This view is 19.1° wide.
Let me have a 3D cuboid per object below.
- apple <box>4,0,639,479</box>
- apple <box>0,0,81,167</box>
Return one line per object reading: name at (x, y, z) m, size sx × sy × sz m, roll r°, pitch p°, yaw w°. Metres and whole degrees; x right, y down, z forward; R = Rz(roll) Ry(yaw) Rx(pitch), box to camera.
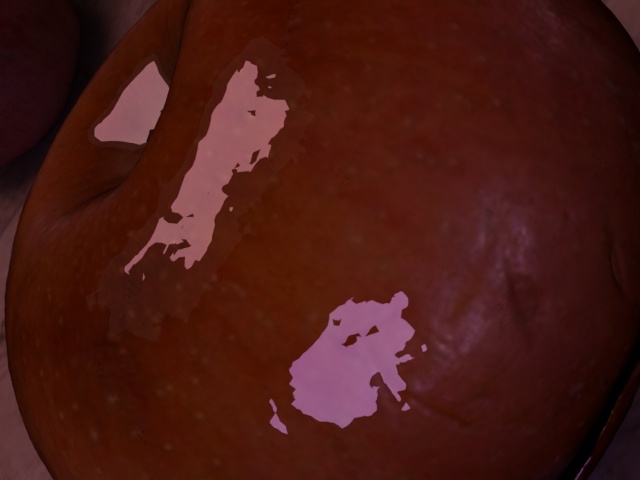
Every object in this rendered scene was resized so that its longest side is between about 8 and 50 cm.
apple at (0.000, 0.000, 0.724) m, size 0.272 × 0.206 × 0.251 m, roll -50°, pitch 34°, yaw 15°
apple at (-0.210, -0.111, 1.121) m, size 0.153 × 0.120 × 0.153 m, roll -22°, pitch 56°, yaw 37°
